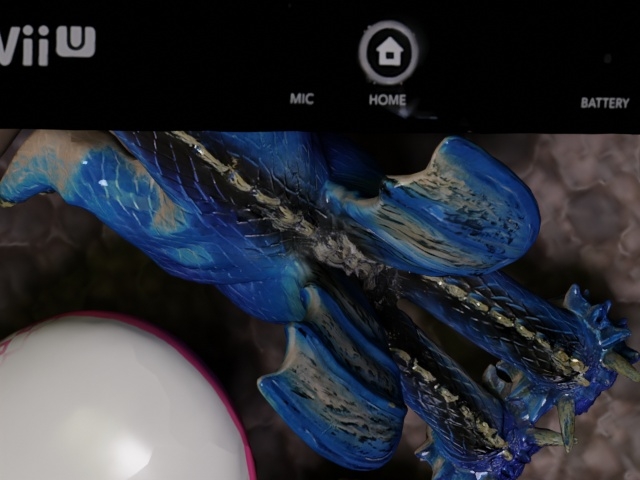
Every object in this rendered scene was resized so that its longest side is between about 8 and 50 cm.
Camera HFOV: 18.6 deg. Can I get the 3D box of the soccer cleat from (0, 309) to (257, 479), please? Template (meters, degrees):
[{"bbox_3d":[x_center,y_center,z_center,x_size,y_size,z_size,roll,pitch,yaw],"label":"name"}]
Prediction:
[{"bbox_3d":[-0.135,0.152,0.581,0.116,0.143,0.331,43,127,1],"label":"soccer cleat"}]

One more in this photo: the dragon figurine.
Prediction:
[{"bbox_3d":[0.000,0.000,0.503,0.144,0.289,0.085,36,90,23],"label":"dragon figurine"}]

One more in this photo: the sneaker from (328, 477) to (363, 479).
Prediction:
[{"bbox_3d":[0.019,0.228,0.616,0.131,0.112,0.296,15,108,9],"label":"sneaker"}]

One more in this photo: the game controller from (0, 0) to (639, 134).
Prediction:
[{"bbox_3d":[0.009,-0.106,0.412,0.319,0.067,0.166,-1,82,-21],"label":"game controller"}]

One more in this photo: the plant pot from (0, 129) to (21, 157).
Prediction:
[{"bbox_3d":[-0.194,-0.084,0.519,0.280,0.323,0.323,-38,92,3],"label":"plant pot"}]
